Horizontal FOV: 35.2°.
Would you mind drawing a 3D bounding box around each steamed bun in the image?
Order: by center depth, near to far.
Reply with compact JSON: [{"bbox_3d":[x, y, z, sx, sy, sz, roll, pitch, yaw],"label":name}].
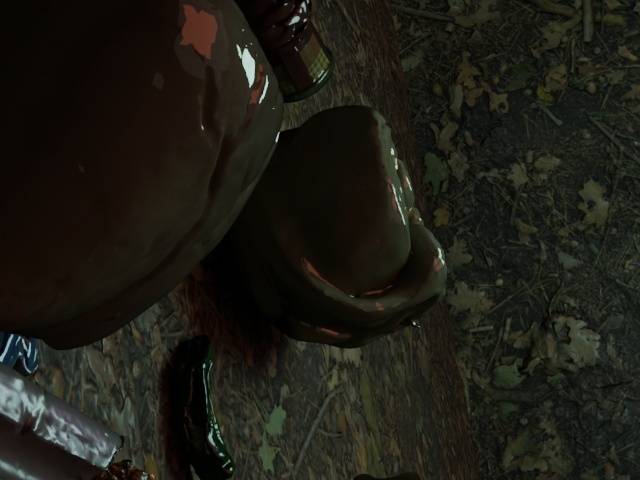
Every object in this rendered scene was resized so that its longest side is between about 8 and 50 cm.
[{"bbox_3d":[-0.172,-0.078,0.609,0.383,0.247,0.236,31,-12,43],"label":"steamed bun"},{"bbox_3d":[0.000,0.000,1.398,0.342,0.255,0.367,62,-15,8],"label":"steamed bun"}]

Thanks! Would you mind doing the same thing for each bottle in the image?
[{"bbox_3d":[-0.083,-0.355,1.603,0.143,0.156,0.271,-57,142,-22],"label":"bottle"}]

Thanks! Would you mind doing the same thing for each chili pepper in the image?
[{"bbox_3d":[-0.137,0.185,1.147,0.073,0.050,0.182,36,40,-56],"label":"chili pepper"}]

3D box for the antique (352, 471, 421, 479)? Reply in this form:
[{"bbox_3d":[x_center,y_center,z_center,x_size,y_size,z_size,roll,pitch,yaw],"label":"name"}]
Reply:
[{"bbox_3d":[0.110,0.484,1.637,0.257,0.121,0.143,-76,156,-57],"label":"antique"}]

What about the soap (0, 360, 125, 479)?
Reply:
[{"bbox_3d":[-0.241,0.195,0.572,0.302,0.159,0.257,50,28,-54],"label":"soap"}]

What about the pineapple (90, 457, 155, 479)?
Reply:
[{"bbox_3d":[-0.205,0.244,0.867,0.114,0.077,0.114,15,70,-33],"label":"pineapple"}]

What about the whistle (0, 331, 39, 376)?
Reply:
[{"bbox_3d":[-0.258,0.030,0.799,0.269,0.093,0.180,24,49,-63],"label":"whistle"}]
